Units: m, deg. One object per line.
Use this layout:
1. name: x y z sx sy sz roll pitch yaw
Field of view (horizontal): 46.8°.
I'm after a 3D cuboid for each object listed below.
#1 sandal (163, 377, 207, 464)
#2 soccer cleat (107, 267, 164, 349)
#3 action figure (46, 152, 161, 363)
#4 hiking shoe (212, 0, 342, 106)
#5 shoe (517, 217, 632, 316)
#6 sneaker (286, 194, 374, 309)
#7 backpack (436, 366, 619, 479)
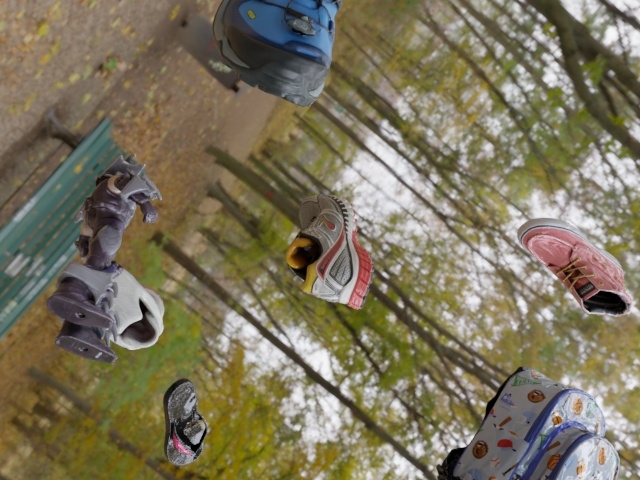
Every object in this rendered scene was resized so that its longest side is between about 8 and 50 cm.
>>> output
1. sandal: -0.189 0.269 1.049 0.067 0.040 0.179 -40 147 -37
2. soccer cleat: -0.315 0.134 1.228 0.116 0.143 0.331 -42 165 -9
3. action figure: -0.278 0.007 0.961 0.185 0.099 0.285 124 -25 -43
4. hiking shoe: -0.025 -0.247 0.685 0.304 0.113 0.132 -90 -155 -46
5. shoe: 0.339 0.037 0.976 0.063 0.178 0.081 -47 -153 34
6. sneaker: 0.000 0.000 0.970 0.225 0.092 0.088 -112 -143 -59
7. backpack: 0.360 0.357 1.221 0.213 0.276 0.263 13 -109 42
